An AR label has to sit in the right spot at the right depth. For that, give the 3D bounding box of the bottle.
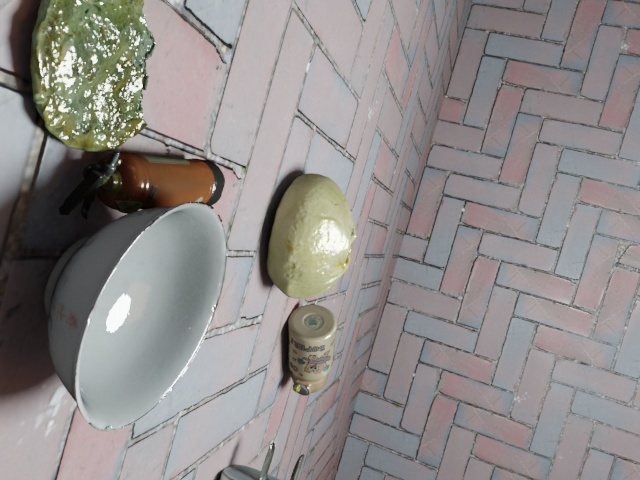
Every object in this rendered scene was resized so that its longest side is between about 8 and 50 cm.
[{"bbox_3d":[-0.022,0.240,1.103,0.110,0.097,0.209,-57,158,-46],"label":"bottle"}]

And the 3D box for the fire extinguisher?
[{"bbox_3d":[-0.146,-0.047,0.459,0.062,0.050,0.177,-54,169,16],"label":"fire extinguisher"}]

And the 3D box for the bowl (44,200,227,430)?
[{"bbox_3d":[-0.159,0.045,0.430,0.189,0.086,0.188,20,90,-76],"label":"bowl"}]

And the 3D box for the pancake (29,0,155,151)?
[{"bbox_3d":[-0.158,-0.125,0.377,0.116,0.023,0.129,-31,136,-65],"label":"pancake"}]

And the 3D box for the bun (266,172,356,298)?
[{"bbox_3d":[0.000,0.000,0.874,0.222,0.128,0.222,14,90,-73],"label":"bun"}]

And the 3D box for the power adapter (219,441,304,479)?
[{"bbox_3d":[-0.099,0.487,0.920,0.124,0.187,0.255,58,50,-71],"label":"power adapter"}]
